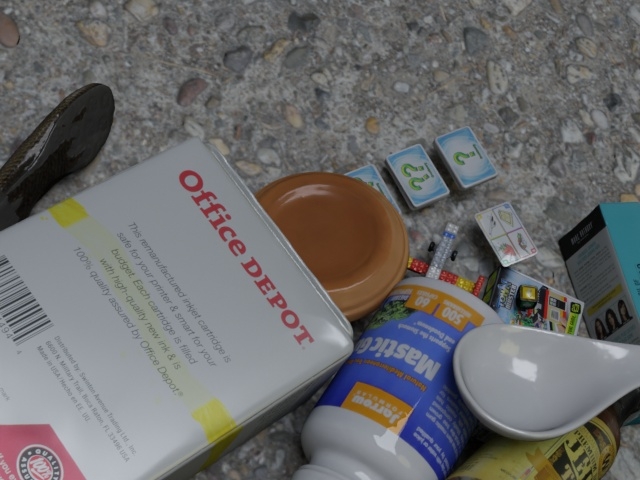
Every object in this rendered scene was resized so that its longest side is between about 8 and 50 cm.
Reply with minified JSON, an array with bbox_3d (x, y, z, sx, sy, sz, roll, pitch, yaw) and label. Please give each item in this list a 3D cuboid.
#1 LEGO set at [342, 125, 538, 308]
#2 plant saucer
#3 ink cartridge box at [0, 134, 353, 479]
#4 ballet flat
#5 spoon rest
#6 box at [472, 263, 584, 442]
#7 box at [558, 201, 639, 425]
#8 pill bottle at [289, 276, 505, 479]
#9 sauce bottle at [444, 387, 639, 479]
[{"bbox_3d":[0.151,-0.015,1.474,0.183,0.060,0.244,-21,67,-15],"label":"LEGO set"},{"bbox_3d":[0.000,0.000,1.416,0.200,0.037,0.199,1,57,-1],"label":"plant saucer"},{"bbox_3d":[-0.203,0.111,1.239,0.385,0.160,0.279,-30,77,-30],"label":"ink cartridge box"},{"bbox_3d":[-0.303,-0.080,1.365,0.058,0.084,0.249,13,55,29],"label":"ballet flat"},{"bbox_3d":[0.255,0.139,1.263,0.277,0.084,0.137,6,44,-25],"label":"spoon rest"},{"bbox_3d":[0.223,0.138,1.456,0.114,0.036,0.207,25,58,-6],"label":"box"},{"bbox_3d":[0.361,0.084,1.498,0.060,0.100,0.244,-3,65,-24],"label":"box"},{"bbox_3d":[0.074,0.182,1.303,0.152,0.152,0.272,35,62,0],"label":"pill bottle"},{"bbox_3d":[0.236,0.218,1.317,0.111,0.111,0.344,48,46,9],"label":"sauce bottle"}]
